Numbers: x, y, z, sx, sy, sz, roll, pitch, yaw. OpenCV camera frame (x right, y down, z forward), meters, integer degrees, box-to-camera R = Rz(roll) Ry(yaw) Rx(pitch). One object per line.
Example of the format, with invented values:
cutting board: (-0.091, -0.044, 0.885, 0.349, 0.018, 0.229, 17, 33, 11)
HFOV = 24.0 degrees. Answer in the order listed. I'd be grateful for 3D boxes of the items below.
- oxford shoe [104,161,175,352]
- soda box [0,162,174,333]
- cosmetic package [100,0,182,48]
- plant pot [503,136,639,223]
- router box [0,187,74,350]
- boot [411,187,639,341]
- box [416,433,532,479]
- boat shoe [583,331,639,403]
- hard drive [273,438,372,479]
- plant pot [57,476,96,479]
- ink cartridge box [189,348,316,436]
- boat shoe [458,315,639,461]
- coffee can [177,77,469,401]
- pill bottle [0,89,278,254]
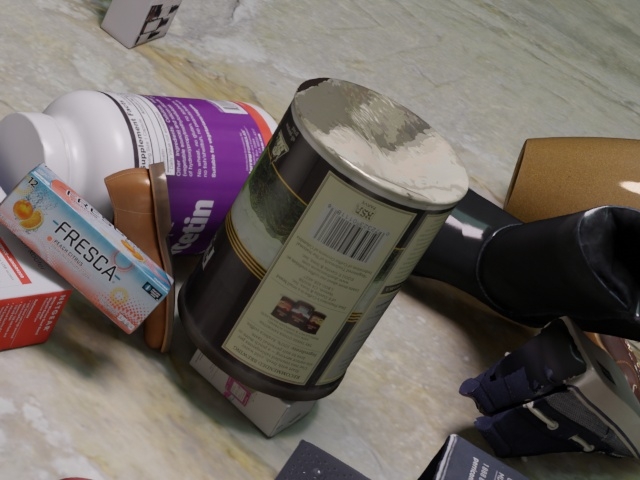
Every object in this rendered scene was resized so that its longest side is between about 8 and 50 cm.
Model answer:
oxford shoe: (-0.189, 0.021, 1.575, 0.076, 0.212, 0.076, -7, 22, -8)
soda box: (-0.234, 0.007, 1.502, 0.183, 0.063, 0.058, 43, 9, -8)
cosmetic package: (-0.210, -0.381, 2.063, 0.060, 0.239, 0.099, 37, 31, 9)
plant pot: (0.404, -0.057, 2.190, 0.254, 0.237, 0.237, 18, 31, 2)
router box: (-0.456, -0.022, 1.480, 0.301, 0.082, 0.335, -7, 48, -47)
boot: (0.229, 0.008, 1.771, 0.367, 0.146, 0.445, 24, -3, -14)
box: (0.184, 0.406, 1.232, 0.395, 0.293, 0.212, 31, 31, -1)
boat shoe: (0.372, 0.141, 2.003, 0.073, 0.073, 0.207, 13, 42, -31)
hard drive: (0.052, 0.317, 1.475, 0.254, 0.054, 0.172, 34, 30, 4)
plant pot: (-0.212, 0.301, 1.138, 0.191, 0.191, 0.174, 41, 38, 15)
ink cartridge box: (-0.065, 0.143, 1.623, 0.122, 0.052, 0.088, 42, 31, 14)
boat shoe: (0.285, 0.205, 1.793, 0.340, 0.158, 0.127, 42, 21, -51)
coffee can: (0.000, 0.000, 1.565, 0.201, 0.275, 0.201, 25, 28, -14)
pill bottle: (-0.201, -0.073, 1.686, 0.323, 0.181, 0.181, -1, 43, -41)
